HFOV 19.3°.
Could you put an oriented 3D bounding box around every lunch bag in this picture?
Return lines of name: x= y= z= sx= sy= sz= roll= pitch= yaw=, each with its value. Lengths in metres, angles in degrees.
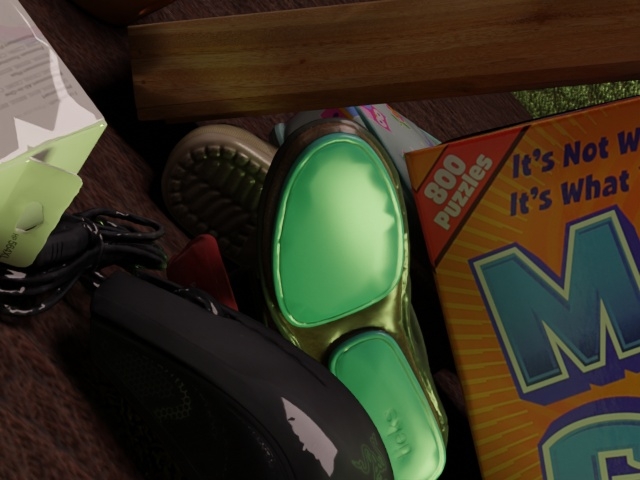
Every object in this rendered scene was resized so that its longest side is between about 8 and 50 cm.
lunch bag: x=0.082 y=-0.013 z=1.624 sx=0.279 sy=0.108 sz=0.224 roll=32 pitch=21 yaw=-53

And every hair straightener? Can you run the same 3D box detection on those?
hair straightener: x=-0.027 y=0.097 z=1.102 sx=0.089 sy=0.047 sz=0.230 roll=37 pitch=19 yaw=-43

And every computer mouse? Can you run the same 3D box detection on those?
computer mouse: x=-0.050 y=0.070 z=0.972 sx=0.272 sy=0.072 sz=0.188 roll=47 pitch=17 yaw=12

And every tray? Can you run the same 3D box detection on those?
tray: x=0.085 y=-0.138 z=1.362 sx=0.203 sy=0.410 sz=0.076 roll=-42 pitch=126 yaw=-82

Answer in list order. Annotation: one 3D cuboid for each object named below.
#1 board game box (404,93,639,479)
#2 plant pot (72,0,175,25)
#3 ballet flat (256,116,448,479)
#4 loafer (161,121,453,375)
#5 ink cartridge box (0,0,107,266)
board game box: x=0.298 y=0.062 z=1.335 sx=0.356 sy=0.356 sz=0.357 roll=-22 pitch=99 yaw=-75
plant pot: x=-0.146 y=-0.306 z=1.468 sx=0.291 sy=0.203 sz=0.291 roll=47 pitch=13 yaw=-14
ballet flat: x=0.010 y=0.036 z=1.162 sx=0.096 sy=0.095 sz=0.280 roll=-124 pitch=-161 yaw=-56
loafer: x=0.000 y=0.000 z=1.332 sx=0.268 sy=0.102 sz=0.092 roll=42 pitch=20 yaw=-26
ink cartridge box: x=-0.175 y=-0.057 z=0.870 sx=0.090 sy=0.092 sz=0.143 roll=-27 pitch=75 yaw=-38
